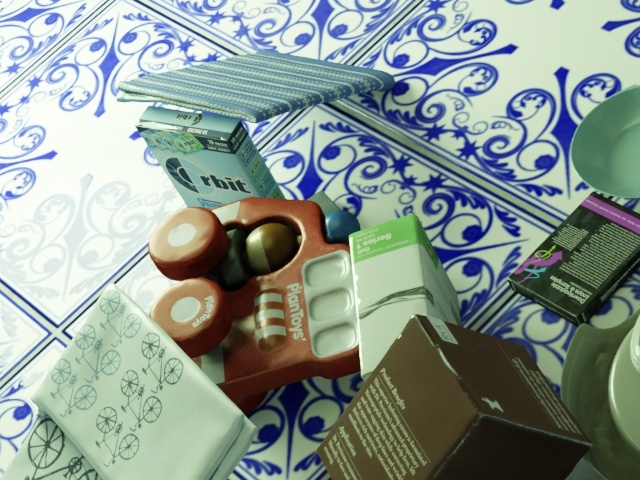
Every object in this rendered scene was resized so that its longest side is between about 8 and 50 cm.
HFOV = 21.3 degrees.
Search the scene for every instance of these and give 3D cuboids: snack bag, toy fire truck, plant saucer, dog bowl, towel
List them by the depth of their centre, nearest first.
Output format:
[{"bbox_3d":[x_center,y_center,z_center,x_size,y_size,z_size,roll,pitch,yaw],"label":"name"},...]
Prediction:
[{"bbox_3d":[0.434,0.161,1.798,0.349,0.102,0.348,-14,45,15],"label":"dog bowl"},{"bbox_3d":[-0.250,0.261,1.940,0.342,0.037,0.323,-56,45,7],"label":"snack bag"},{"bbox_3d":[-0.064,0.064,2.087,0.254,0.169,0.302,-16,46,10],"label":"toy fire truck"},{"bbox_3d":[0.408,-0.115,2.109,0.195,0.037,0.195,-13,46,14],"label":"plant saucer"},{"bbox_3d":[-0.082,-0.204,2.305,0.243,0.040,0.336,13,20,32],"label":"towel"}]

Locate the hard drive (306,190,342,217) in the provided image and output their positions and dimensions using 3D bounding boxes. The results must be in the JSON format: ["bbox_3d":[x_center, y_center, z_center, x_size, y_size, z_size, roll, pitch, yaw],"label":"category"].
[{"bbox_3d":[0.000,0.000,2.216,0.094,0.022,0.135,-36,45,-8],"label":"hard drive"}]

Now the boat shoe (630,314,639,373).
[{"bbox_3d":[0.374,0.058,1.802,0.066,0.063,0.184,15,58,36],"label":"boat shoe"}]

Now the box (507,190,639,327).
[{"bbox_3d":[0.318,0.021,2.035,0.162,0.029,0.116,-43,45,-16],"label":"box"}]

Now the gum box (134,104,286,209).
[{"bbox_3d":[-0.140,-0.096,2.256,0.157,0.184,0.041,11,58,34],"label":"gum box"}]

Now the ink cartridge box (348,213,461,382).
[{"bbox_3d":[0.105,0.107,1.967,0.093,0.160,0.219,-17,45,14],"label":"ink cartridge box"}]

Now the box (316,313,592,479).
[{"bbox_3d":[0.136,0.218,1.787,0.203,0.167,0.168,-55,38,21],"label":"box"}]
